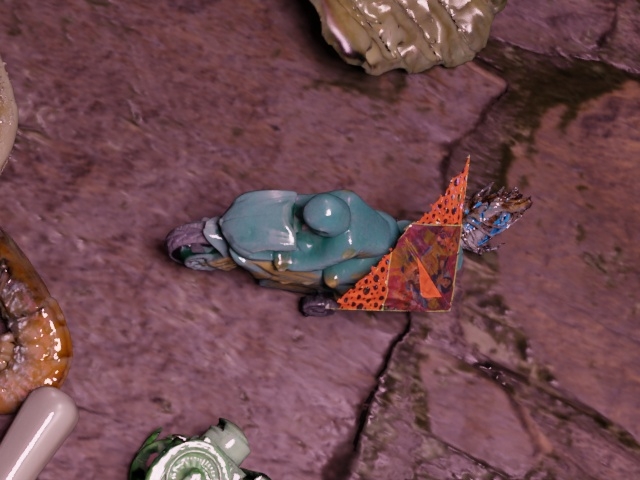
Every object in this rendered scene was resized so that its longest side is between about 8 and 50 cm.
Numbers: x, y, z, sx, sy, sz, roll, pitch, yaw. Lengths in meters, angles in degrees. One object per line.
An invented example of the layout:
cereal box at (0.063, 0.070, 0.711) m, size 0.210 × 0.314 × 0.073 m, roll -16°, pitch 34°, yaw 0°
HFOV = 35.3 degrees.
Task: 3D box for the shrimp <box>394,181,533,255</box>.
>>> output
shrimp at (0.162, -0.019, 1.162) m, size 0.174 × 0.076 × 0.082 m, roll -18°, pitch 39°, yaw -12°

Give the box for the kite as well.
kite at (0.107, 0.031, 1.011) m, size 0.222 × 0.008 × 0.125 m, roll -46°, pitch 126°, yaw -18°

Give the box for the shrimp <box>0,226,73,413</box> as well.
shrimp at (-0.347, 0.077, 1.020) m, size 0.150 × 0.051 × 0.217 m, roll -29°, pitch 82°, yaw -11°

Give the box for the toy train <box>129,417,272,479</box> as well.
toy train at (-0.134, 0.299, 0.965) m, size 0.243 × 0.132 × 0.188 m, roll -44°, pitch 96°, yaw -20°

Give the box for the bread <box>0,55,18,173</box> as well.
bread at (-0.447, -0.137, 1.043) m, size 0.266 × 0.040 × 0.267 m, roll 4°, pitch 67°, yaw -10°

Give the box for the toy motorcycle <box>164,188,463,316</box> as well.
toy motorcycle at (0.002, 0.000, 1.034) m, size 0.296 × 0.198 × 0.109 m, roll 10°, pitch 67°, yaw -25°

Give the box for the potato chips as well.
potato chips at (0.075, -0.387, 1.217) m, size 0.373 × 0.097 × 0.389 m, roll -25°, pitch 80°, yaw -24°

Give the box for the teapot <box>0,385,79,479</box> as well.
teapot at (-0.346, 0.284, 0.903) m, size 0.219 × 0.149 × 0.318 m, roll -5°, pitch 36°, yaw 7°
